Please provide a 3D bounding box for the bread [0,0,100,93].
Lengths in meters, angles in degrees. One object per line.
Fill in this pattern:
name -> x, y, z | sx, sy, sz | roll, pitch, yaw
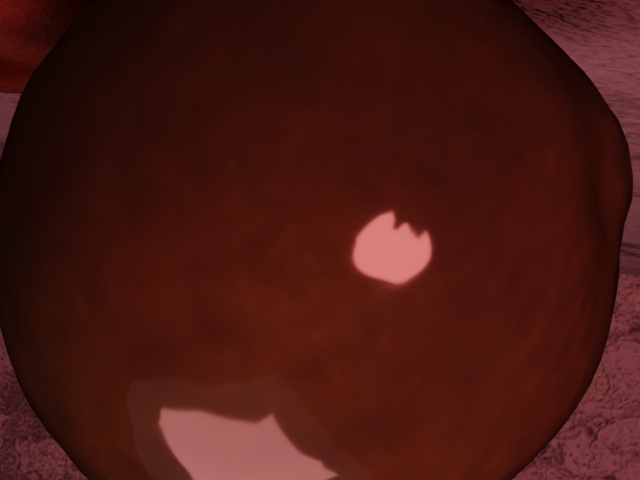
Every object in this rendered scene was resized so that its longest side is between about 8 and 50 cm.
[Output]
bread -> -0.136, -0.106, 0.691 | 0.119, 0.067, 0.192 | -4, 169, 40

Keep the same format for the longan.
longan -> 0.000, 0.000, 0.628 | 0.258, 0.258, 0.258 | 10, 176, 1
